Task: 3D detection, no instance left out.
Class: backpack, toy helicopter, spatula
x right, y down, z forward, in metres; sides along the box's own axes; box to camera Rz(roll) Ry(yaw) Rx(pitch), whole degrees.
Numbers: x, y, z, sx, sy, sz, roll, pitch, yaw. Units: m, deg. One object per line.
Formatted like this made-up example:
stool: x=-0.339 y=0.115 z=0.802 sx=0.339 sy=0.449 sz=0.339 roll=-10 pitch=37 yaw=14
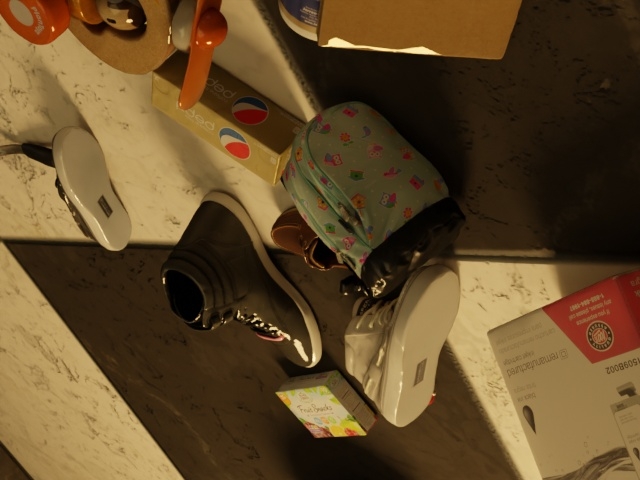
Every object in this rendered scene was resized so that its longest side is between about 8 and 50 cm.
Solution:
backpack: x=0.048 y=-0.050 z=1.066 sx=0.182 sy=0.152 sz=0.115 roll=48 pitch=145 yaw=14
toy helicopter: x=-0.169 y=-0.277 z=1.018 sx=0.235 sy=0.140 sz=0.355 roll=41 pitch=146 yaw=-2
spatula: x=-0.475 y=-0.138 z=1.618 sx=0.296 sy=0.030 sz=0.084 roll=10 pitch=134 yaw=41

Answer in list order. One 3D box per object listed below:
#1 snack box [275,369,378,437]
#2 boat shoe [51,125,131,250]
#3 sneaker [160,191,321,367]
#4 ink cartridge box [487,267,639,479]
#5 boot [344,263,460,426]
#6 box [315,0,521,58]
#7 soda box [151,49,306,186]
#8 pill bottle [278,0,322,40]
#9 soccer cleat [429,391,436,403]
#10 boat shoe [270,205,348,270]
snack box: x=0.008 y=0.244 z=1.549 sx=0.100 sy=0.037 sz=0.141 roll=51 pitch=147 yaw=-12
boat shoe: x=-0.345 y=-0.076 z=1.511 sx=0.076 sy=0.080 sz=0.228 roll=14 pitch=147 yaw=27
sneaker: x=-0.111 y=0.093 z=1.392 sx=0.104 sy=0.147 sz=0.296 roll=1 pitch=131 yaw=45
ink cartridge box: x=0.299 y=0.178 z=0.962 sx=0.207 sy=0.117 sz=0.283 roll=-37 pitch=70 yaw=57
boot: x=0.082 y=0.104 z=1.248 sx=0.123 sy=0.095 sz=0.258 roll=41 pitch=140 yaw=31
box: x=0.087 y=-0.225 z=0.821 sx=0.164 sy=0.021 sz=0.201 roll=3 pitch=145 yaw=-5
soda box: x=-0.105 y=-0.142 z=1.182 sx=0.181 sy=0.058 sz=0.061 roll=34 pitch=148 yaw=12
pill bottle: x=0.015 y=-0.257 z=0.875 sx=0.094 sy=0.094 sz=0.169 roll=32 pitch=147 yaw=16
soccer cleat: x=0.121 y=0.177 z=1.355 sx=0.035 sy=0.029 sz=0.083 roll=1 pitch=127 yaw=58
boat shoe: x=0.000 y=0.000 z=1.237 sx=0.178 sy=0.060 sz=0.064 roll=7 pitch=134 yaw=44
